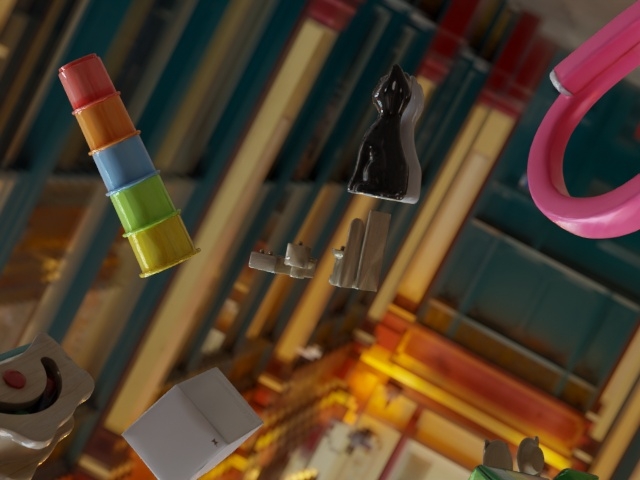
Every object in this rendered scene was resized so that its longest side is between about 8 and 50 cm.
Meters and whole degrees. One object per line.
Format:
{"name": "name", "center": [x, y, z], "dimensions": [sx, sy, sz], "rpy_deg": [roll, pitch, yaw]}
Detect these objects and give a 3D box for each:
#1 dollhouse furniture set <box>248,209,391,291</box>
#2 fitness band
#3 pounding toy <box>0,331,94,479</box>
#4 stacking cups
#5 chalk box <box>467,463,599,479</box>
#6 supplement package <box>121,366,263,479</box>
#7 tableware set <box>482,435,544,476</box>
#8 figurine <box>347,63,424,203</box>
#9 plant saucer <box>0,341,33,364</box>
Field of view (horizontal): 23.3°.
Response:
{"name": "dollhouse furniture set", "center": [0.000, 0.000, 2.398], "dimensions": [0.151, 0.123, 0.144], "rpy_deg": [12, -179, 32]}
{"name": "fitness band", "center": [0.308, -0.127, 1.428], "dimensions": [0.054, 0.291, 0.209], "rpy_deg": [31, -148, -35]}
{"name": "pounding toy", "center": [-0.391, 0.225, 1.801], "dimensions": [0.154, 0.155, 0.269], "rpy_deg": [32, -153, 2]}
{"name": "stacking cups", "center": [-0.269, -0.111, 2.179], "dimensions": [0.096, 0.096, 0.316], "rpy_deg": [-61, -51, -83]}
{"name": "chalk box", "center": [0.215, 0.326, 1.643], "dimensions": [0.132, 0.213, 0.132], "rpy_deg": [21, -167, -42]}
{"name": "supplement package", "center": [-0.164, 0.246, 2.032], "dimensions": [0.105, 0.105, 0.179], "rpy_deg": [50, -169, 6]}
{"name": "tableware set", "center": [0.241, 0.313, 1.908], "dimensions": [0.020, 0.141, 0.169], "rpy_deg": [-6, 172, 40]}
{"name": "figurine", "center": [0.122, -0.170, 2.499], "dimensions": [0.092, 0.209, 0.215], "rpy_deg": [10, -179, 13]}
{"name": "plant saucer", "center": [-0.505, 0.200, 2.311], "dimensions": [0.192, 0.067, 0.018], "rpy_deg": [-20, -117, -35]}
